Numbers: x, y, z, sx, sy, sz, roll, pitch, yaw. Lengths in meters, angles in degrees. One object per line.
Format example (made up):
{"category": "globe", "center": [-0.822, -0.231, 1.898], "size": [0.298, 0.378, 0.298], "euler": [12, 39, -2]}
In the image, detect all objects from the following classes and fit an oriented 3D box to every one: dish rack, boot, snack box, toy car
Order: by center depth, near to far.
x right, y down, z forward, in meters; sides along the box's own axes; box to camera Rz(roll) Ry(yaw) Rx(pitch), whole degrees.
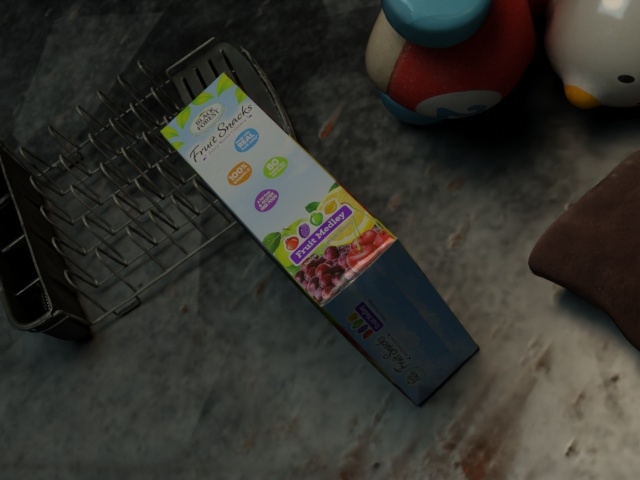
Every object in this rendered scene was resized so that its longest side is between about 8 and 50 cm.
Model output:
{"category": "boot", "center": [0.278, -0.022, 0.800], "size": [0.248, 0.090, 0.207], "euler": [-42, 44, -10]}
{"category": "snack box", "center": [0.000, 0.000, 0.884], "size": [0.070, 0.174, 0.207], "euler": [-42, 52, -1]}
{"category": "toy car", "center": [0.175, -0.146, 0.885], "size": [0.238, 0.219, 0.210], "euler": [31, 81, 8]}
{"category": "dish rack", "center": [-0.156, -0.056, 1.061], "size": [0.271, 0.074, 0.208], "euler": [-34, 54, 8]}
